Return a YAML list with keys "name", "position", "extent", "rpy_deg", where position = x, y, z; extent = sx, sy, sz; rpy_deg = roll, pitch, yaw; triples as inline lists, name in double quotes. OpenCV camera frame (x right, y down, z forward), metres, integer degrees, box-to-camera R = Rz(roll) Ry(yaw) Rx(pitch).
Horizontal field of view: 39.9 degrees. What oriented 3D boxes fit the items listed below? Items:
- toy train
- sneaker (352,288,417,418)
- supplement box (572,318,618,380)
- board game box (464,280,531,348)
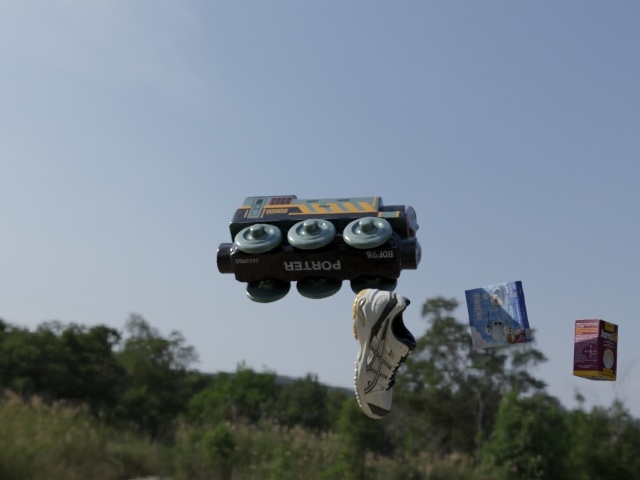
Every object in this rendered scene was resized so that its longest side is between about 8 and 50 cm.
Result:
- name: "toy train"
  position: [0.000, 0.000, 1.438]
  extent: [0.334, 0.190, 0.142]
  rpy_deg: [-3, -57, 11]
- name: "sneaker"
  position: [0.041, 0.071, 0.539]
  extent: [0.037, 0.083, 0.032]
  rpy_deg: [1, 15, 20]
- name: "supplement box"
  position: [0.400, 0.160, 1.281]
  extent: [0.055, 0.083, 0.043]
  rpy_deg: [17, -17, -39]
- name: "board game box"
  position: [0.261, 0.111, 1.301]
  extent: [0.090, 0.090, 0.020]
  rpy_deg: [-15, -11, 41]
